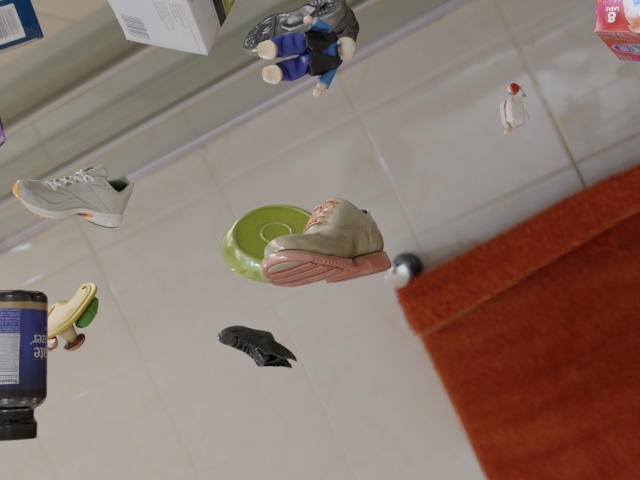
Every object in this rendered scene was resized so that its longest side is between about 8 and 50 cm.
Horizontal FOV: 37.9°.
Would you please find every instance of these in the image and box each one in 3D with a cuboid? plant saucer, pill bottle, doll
[{"bbox_3d":[-0.090,-0.004,1.947,0.241,0.240,0.037,-95,3,-48],"label":"plant saucer"},{"bbox_3d":[-0.472,0.188,1.399,0.123,0.122,0.219,18,-112,-67],"label":"pill bottle"},{"bbox_3d":[-0.014,-0.289,1.472,0.189,0.046,0.129,-23,-73,-42],"label":"doll"}]

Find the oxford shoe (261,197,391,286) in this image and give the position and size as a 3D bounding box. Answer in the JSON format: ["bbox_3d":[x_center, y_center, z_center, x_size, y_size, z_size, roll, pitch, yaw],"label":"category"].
[{"bbox_3d":[0.000,0.000,1.659,0.397,0.140,0.147,3,-106,-67],"label":"oxford shoe"}]

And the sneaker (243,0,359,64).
[{"bbox_3d":[-0.027,-0.359,1.689,0.130,0.227,0.087,43,-137,-44],"label":"sneaker"}]

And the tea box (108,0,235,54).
[{"bbox_3d":[-0.312,-0.638,1.991,0.329,0.220,0.324,73,-145,-59],"label":"tea box"}]

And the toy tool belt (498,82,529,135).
[{"bbox_3d":[0.334,-0.230,1.646,0.052,0.051,0.083,6,-114,-19],"label":"toy tool belt"}]

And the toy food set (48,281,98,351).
[{"bbox_3d":[-0.529,0.182,1.960,0.071,0.128,0.218,59,-147,-25],"label":"toy food set"}]

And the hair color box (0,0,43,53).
[{"bbox_3d":[-0.771,-0.444,2.025,0.174,0.347,0.105,-32,-66,-39],"label":"hair color box"}]

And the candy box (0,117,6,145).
[{"bbox_3d":[-0.651,-0.188,1.636,0.165,0.070,0.196,94,-161,-46],"label":"candy box"}]

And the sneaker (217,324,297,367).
[{"bbox_3d":[-0.140,0.240,2.061,0.170,0.051,0.089,10,-144,-34],"label":"sneaker"}]

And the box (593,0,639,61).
[{"bbox_3d":[0.452,-0.320,1.254,0.257,0.122,0.128,-5,-79,-65],"label":"box"}]

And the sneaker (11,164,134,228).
[{"bbox_3d":[-0.500,-0.109,1.906,0.262,0.121,0.099,8,-149,-49],"label":"sneaker"}]
